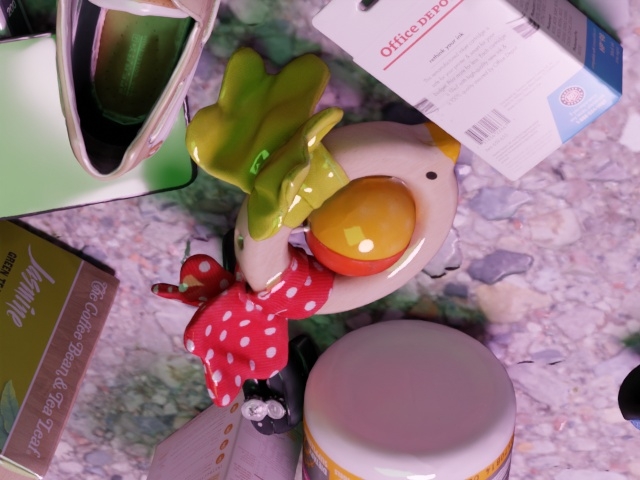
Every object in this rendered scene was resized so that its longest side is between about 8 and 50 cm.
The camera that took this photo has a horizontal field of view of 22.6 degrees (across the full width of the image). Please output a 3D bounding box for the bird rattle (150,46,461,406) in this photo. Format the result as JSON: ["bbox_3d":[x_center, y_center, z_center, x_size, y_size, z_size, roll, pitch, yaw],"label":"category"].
[{"bbox_3d":[0.000,0.000,1.112,0.207,0.143,0.253,-8,127,-19],"label":"bird rattle"}]

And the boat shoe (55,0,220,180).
[{"bbox_3d":[-0.104,-0.173,0.992,0.113,0.103,0.302,9,126,-3],"label":"boat shoe"}]

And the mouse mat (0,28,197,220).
[{"bbox_3d":[-0.186,-0.082,1.126,0.189,0.007,0.153,-10,129,-6],"label":"mouse mat"}]

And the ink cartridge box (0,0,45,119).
[{"bbox_3d":[-0.313,-0.168,1.098,0.206,0.045,0.208,-3,132,14],"label":"ink cartridge box"}]

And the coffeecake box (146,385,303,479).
[{"bbox_3d":[-0.092,0.224,1.303,0.068,0.185,0.142,37,129,-19],"label":"coffeecake box"}]

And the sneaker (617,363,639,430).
[{"bbox_3d":[0.309,0.051,1.099,0.147,0.130,0.330,19,133,-8],"label":"sneaker"}]

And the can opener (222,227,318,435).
[{"bbox_3d":[-0.046,0.073,1.245,0.059,0.073,0.186,-4,121,20],"label":"can opener"}]

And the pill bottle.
[{"bbox_3d":[0.066,0.210,1.273,0.162,0.162,0.278,7,132,7],"label":"pill bottle"}]

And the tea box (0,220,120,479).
[{"bbox_3d":[-0.385,0.121,1.255,0.323,0.220,0.329,30,131,-13],"label":"tea box"}]

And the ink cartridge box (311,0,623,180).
[{"bbox_3d":[0.096,-0.132,1.028,0.180,0.060,0.104,36,130,-19],"label":"ink cartridge box"}]
